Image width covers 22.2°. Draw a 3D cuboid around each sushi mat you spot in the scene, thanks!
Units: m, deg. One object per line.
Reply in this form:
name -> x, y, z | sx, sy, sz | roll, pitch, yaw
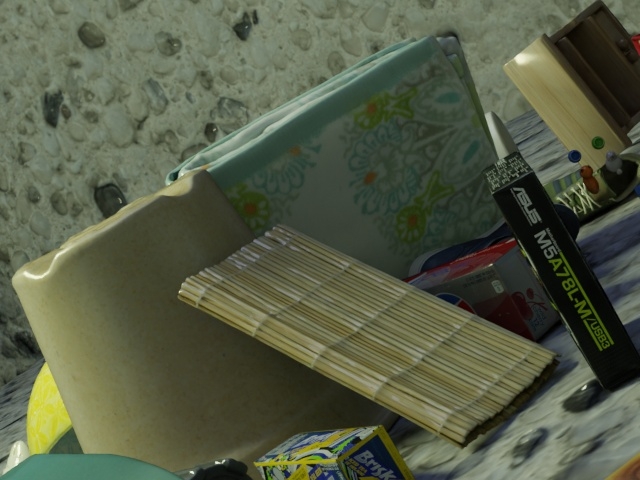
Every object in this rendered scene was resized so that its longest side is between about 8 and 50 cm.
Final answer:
sushi mat -> 0.041, 0.075, 1.439 | 0.317, 0.019, 0.151 | 25, 39, 29

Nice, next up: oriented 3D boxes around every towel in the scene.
towel -> 0.045, -0.019, 1.816 | 0.374, 0.320, 0.090 | -30, 22, -17

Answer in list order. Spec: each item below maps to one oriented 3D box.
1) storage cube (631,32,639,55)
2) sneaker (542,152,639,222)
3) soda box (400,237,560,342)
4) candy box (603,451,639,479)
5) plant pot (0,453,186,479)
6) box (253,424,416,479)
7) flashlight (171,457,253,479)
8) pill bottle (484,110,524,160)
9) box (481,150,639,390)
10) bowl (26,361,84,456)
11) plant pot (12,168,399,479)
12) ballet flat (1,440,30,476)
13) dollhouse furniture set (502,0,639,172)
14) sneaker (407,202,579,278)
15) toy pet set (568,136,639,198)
storage cube -> 0.479, -0.187, 1.798 | 0.193, 0.183, 0.215 | -28, 5, 6
sneaker -> 0.325, -0.059, 2.026 | 0.192, 0.064, 0.086 | -28, 0, -23
soda box -> 0.131, 0.075, 1.665 | 0.083, 0.092, 0.263 | -35, 8, -40
candy box -> 0.252, 0.113, 0.917 | 0.187, 0.053, 0.109 | -31, 5, -25
plant pot -> -0.175, 0.262, 1.229 | 0.234, 0.165, 0.166 | -15, 15, 48
box -> 0.010, 0.195, 1.371 | 0.054, 0.059, 0.169 | -33, 7, -25
flashlight -> -0.166, 0.264, 1.427 | 0.103, 0.103, 0.304 | -16, -6, -42
pill bottle -> 0.123, -0.038, 2.247 | 0.334, 0.188, 0.188 | -29, 6, 14
box -> 0.198, 0.019, 1.352 | 0.045, 0.184, 0.190 | -28, 5, 7
bowl -> -0.226, 0.152, 1.904 | 0.289, 0.156, 0.289 | -24, -23, -11
plant pot -> -0.137, 0.111, 1.615 | 0.334, 0.305, 0.334 | -30, 5, 3
ballet flat -> -0.389, 0.305, 2.329 | 0.221, 0.079, 0.077 | -32, 7, -24
dollhouse furniture set -> 0.449, -0.289, 1.972 | 0.394, 0.362, 0.256 | -38, 1, 31
sneaker -> 0.229, 0.018, 1.771 | 0.226, 0.086, 0.163 | -24, 10, -28
toy pet set -> 0.358, -0.081, 1.816 | 0.122, 0.114, 0.065 | -30, -4, -1
